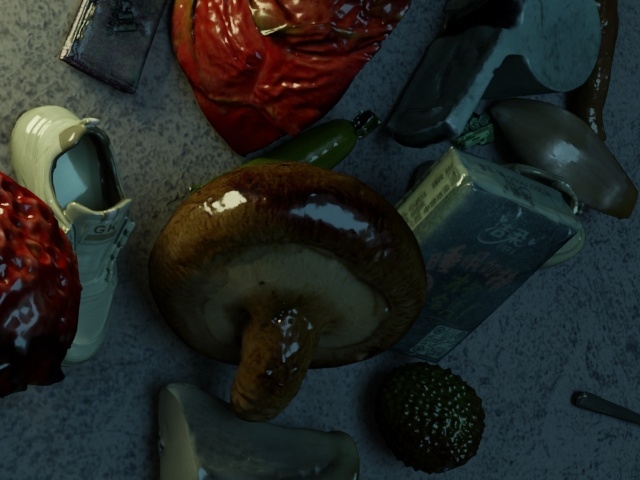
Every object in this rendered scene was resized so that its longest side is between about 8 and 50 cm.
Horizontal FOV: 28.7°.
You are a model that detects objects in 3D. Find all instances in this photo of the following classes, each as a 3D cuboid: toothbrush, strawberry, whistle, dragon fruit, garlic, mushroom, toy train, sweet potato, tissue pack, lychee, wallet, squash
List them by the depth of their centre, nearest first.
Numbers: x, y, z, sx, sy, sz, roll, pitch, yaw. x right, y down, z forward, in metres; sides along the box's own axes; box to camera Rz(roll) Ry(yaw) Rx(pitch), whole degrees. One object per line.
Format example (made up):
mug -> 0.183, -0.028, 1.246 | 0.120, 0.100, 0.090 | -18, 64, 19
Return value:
strawberry -> -0.395, 0.028, 1.316 | 0.292, 0.292, 0.309 | 8, 69, -38
wallet -> -0.253, -0.277, 1.567 | 0.111, 0.030, 0.165 | 28, 75, -40
mushroom -> -0.043, 0.039, 1.572 | 0.345, 0.239, 0.345 | -22, 139, -21
dragon fruit -> -0.020, -0.306, 1.608 | 0.302, 0.330, 0.240 | 61, 36, -19
mushroom -> -0.073, 0.284, 1.662 | 0.329, 0.122, 0.159 | 12, 92, -38
squash -> -0.053, -0.092, 1.692 | 0.319, 0.080, 0.071 | -28, 92, -27
tissue pack -> 0.176, 0.032, 1.750 | 0.228, 0.315, 0.103 | 19, 36, -37
lychee -> 0.156, 0.252, 1.824 | 0.171, 0.171, 0.171 | -1, 91, -38
whistle -> 0.255, -0.287, 1.877 | 0.405, 0.168, 0.188 | -28, 108, -35
toy train -> 0.232, -0.168, 1.945 | 0.083, 0.033, 0.053 | -25, 117, -32
garlic -> 0.407, -0.129, 2.018 | 0.112, 0.143, 0.318 | -42, 123, 17
sweet potato -> 0.441, -0.344, 2.070 | 0.109, 0.109, 0.385 | -23, 110, -36
toothbrush -> 0.543, 0.309, 2.205 | 0.297, 0.031, 0.030 | 22, 87, -35

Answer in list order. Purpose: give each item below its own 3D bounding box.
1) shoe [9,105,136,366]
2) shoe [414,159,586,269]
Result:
shoe -> -0.279, -0.007, 1.473 | 0.124, 0.159, 0.316 | -11, 95, -39
shoe -> 0.324, -0.035, 1.909 | 0.342, 0.211, 0.132 | 20, 78, -37
